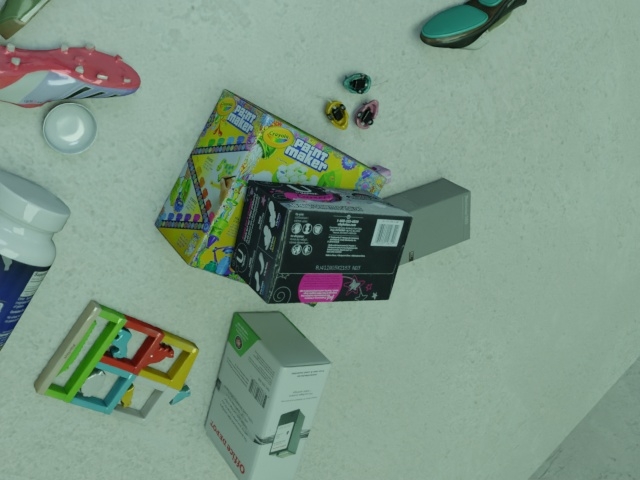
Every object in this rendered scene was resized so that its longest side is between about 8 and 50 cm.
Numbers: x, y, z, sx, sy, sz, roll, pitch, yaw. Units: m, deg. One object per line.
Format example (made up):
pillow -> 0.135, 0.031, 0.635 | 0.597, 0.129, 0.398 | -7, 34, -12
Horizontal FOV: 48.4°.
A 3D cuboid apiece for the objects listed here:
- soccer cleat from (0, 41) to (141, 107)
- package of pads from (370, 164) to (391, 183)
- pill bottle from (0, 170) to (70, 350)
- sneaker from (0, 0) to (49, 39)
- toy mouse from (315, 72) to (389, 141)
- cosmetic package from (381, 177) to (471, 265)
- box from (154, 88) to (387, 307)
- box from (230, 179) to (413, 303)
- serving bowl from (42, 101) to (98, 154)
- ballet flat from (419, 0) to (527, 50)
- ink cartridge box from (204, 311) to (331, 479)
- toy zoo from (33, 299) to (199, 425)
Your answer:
soccer cleat -> -0.395, -0.237, 1.058 | 0.248, 0.083, 0.095 | -5, 146, -38
package of pads -> 0.099, -0.127, 1.457 | 0.083, 0.050, 0.032 | -20, 119, -24
pill bottle -> -0.499, 0.038, 1.076 | 0.153, 0.153, 0.265 | 28, 96, -40
sneaker -> -0.399, -0.375, 0.984 | 0.192, 0.064, 0.086 | -47, 123, -4
toy mouse -> 0.072, -0.271, 1.374 | 0.143, 0.031, 0.161 | -43, 131, -7
cosmetic package -> 0.207, -0.038, 1.546 | 0.238, 0.107, 0.127 | -19, 121, -21
box -> -0.087, -0.069, 1.279 | 0.290, 0.177, 0.279 | 23, 100, -39
box -> 0.000, 0.000, 1.168 | 0.247, 0.142, 0.163 | 1, 111, -35
serving bowl -> -0.393, -0.177, 1.112 | 0.083, 0.027, 0.083 | -15, 121, -26
ballet flat -> 0.318, -0.438, 1.415 | 0.280, 0.095, 0.096 | -36, 141, -13
ink cartridge box -> -0.115, 0.320, 1.451 | 0.121, 0.211, 0.289 | 2, 114, -37
toy zoo -> -0.364, 0.248, 1.360 | 0.293, 0.030, 0.192 | 32, 94, -41
